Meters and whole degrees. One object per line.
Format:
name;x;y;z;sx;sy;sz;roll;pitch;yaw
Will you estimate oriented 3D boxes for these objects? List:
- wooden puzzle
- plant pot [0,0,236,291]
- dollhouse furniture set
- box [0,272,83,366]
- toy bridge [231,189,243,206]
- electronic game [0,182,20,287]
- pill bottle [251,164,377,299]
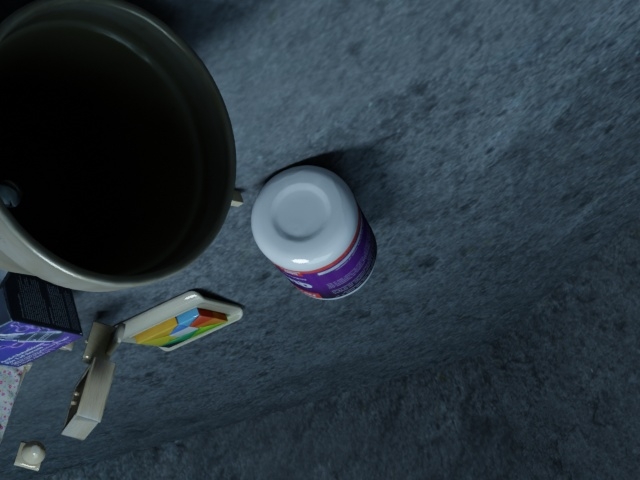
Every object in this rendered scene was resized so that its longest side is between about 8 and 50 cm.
wooden puzzle;-0.304;0.185;2.175;0.221;0.044;0.238;-25;160;13
plant pot;-0.306;-0.081;1.157;0.323;0.323;0.280;-1;168;-43
dollhouse furniture set;-0.570;0.234;1.840;0.355;0.303;0.174;21;149;-16
box;-0.536;0.133;1.723;0.153;0.108;0.207;-26;160;16
toy bridge;-0.214;-0.036;1.711;0.188;0.026;0.063;-33;155;31
electronic game;-0.494;0.023;1.402;0.229;0.048;0.229;-57;166;-22
pill bottle;0.000;0.000;1.782;0.181;0.181;0.323;-22;160;5
